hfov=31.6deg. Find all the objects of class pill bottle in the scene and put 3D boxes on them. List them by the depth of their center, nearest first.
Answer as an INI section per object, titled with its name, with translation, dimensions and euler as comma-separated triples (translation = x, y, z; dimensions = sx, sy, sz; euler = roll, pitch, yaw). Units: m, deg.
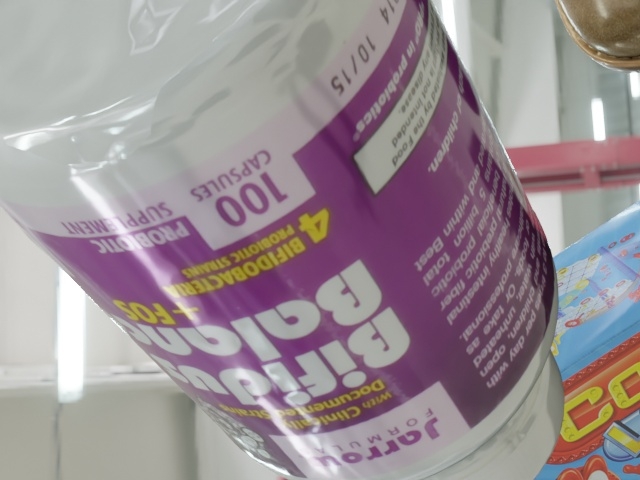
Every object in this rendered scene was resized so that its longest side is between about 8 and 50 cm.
[pill bottle]
translation = 0.000, 0.000, 0.468
dimensions = 0.301, 0.169, 0.169
euler = 54, -142, -42

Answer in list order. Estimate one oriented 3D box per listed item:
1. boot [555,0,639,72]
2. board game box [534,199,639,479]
[boot]
translation = 0.136, -0.237, 0.550
dimensions = 0.115, 0.112, 0.305
euler = 0, -93, -59
[board game box]
translation = 0.271, 0.098, 0.716
dimensions = 0.302, 0.308, 0.086
euler = 54, -177, -33
